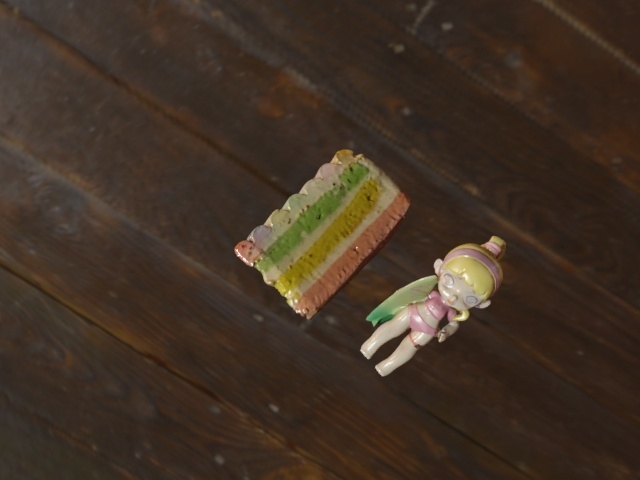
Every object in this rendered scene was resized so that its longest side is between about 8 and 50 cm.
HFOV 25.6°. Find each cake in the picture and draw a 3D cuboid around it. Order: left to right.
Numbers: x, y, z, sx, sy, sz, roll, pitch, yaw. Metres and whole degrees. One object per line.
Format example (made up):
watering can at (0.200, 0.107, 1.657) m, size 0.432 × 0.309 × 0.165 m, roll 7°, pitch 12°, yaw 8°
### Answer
cake at (0.010, -0.014, 1.512) m, size 0.109 × 0.225 × 0.090 m, roll 41°, pitch 126°, yaw 6°

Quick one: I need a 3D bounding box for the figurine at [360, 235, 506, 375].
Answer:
figurine at (0.118, 0.064, 1.451) m, size 0.083 × 0.083 × 0.187 m, roll 39°, pitch 111°, yaw -12°
